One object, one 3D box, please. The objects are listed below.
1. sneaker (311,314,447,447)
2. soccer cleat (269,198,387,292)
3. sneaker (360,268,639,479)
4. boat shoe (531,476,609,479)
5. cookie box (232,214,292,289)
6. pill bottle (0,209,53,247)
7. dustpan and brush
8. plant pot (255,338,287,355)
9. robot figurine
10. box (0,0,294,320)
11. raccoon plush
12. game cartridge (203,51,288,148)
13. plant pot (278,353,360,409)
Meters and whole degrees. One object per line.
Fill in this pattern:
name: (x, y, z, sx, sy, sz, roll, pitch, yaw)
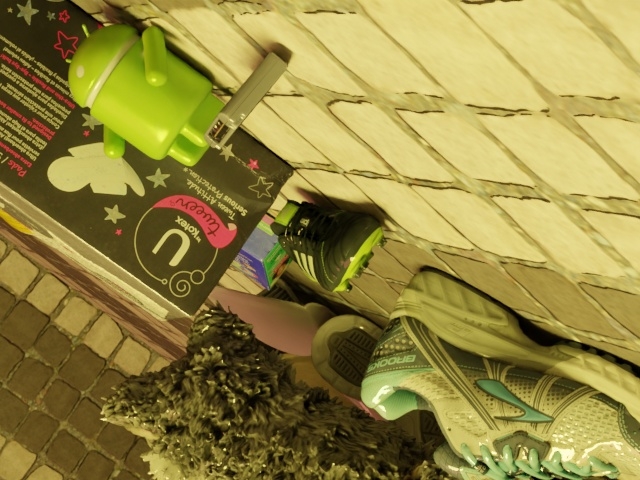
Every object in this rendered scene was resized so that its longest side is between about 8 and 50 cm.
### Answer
sneaker: (0.087, 0.158, 1.462, 0.232, 0.090, 0.115, 44, 175, -2)
soccer cleat: (0.000, 0.000, 1.095, 0.072, 0.060, 0.179, 38, 171, -6)
sneaker: (0.151, 0.134, 1.043, 0.283, 0.122, 0.110, 26, 165, 36)
boat shoe: (0.286, 0.279, 1.286, 0.335, 0.112, 0.095, 15, 126, 48)
cookie box: (-0.074, -0.006, 1.321, 0.092, 0.040, 0.107, 33, 169, 9)
pill bottle: (-0.281, -0.077, 1.423, 0.119, 0.119, 0.208, 29, 167, 29)
dustpan and brush: (-0.023, 0.089, 1.559, 0.147, 0.060, 0.211, 11, 150, 34)
plant pot: (-0.041, 0.262, 2.006, 0.188, 0.167, 0.187, 31, 167, 24)
robot figurine: (-0.120, -0.101, 0.999, 0.115, 0.067, 0.101, 36, 141, -3)
box: (-0.172, -0.061, 1.121, 0.247, 0.142, 0.163, 37, 168, -8)
raccoon plush: (-0.003, 0.157, 1.288, 0.299, 0.216, 0.446, 51, 139, 4)
game cartridge: (-0.044, -0.084, 0.876, 0.017, 0.056, 0.083, 43, 166, -4)
plant pot: (0.061, 0.308, 1.621, 0.305, 0.334, 0.334, 6, 151, 47)
